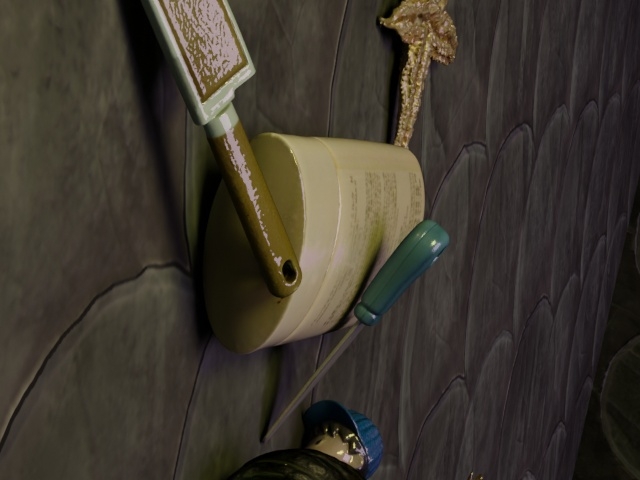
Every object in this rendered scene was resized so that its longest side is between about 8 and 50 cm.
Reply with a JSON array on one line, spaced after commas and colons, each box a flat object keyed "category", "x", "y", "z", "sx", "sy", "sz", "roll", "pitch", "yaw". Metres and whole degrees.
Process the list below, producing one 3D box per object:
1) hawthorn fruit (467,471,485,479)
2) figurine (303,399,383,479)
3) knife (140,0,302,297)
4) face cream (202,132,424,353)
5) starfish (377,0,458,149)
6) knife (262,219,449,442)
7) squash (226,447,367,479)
[{"category": "hawthorn fruit", "x": 0.074, "y": 0.328, "z": 1.337, "sx": 0.299, "sy": 0.211, "sz": 0.211, "roll": -65, "pitch": 170, "yaw": 26}, {"category": "figurine", "x": 0.005, "y": 0.215, "z": 1.345, "sx": 0.086, "sy": 0.087, "sz": 0.149, "roll": -46, "pitch": -164, "yaw": 50}, {"category": "knife", "x": -0.070, "y": -0.106, "z": 0.970, "sx": 0.061, "sy": 0.027, "sz": 0.343, "roll": -46, "pitch": 129, "yaw": -32}, {"category": "face cream", "x": 0.000, "y": 0.000, "z": 1.218, "sx": 0.348, "sy": 0.081, "sz": 0.173, "roll": -7, "pitch": 113, "yaw": -71}, {"category": "starfish", "x": 0.114, "y": -0.220, "z": 1.526, "sx": 0.231, "sy": 0.048, "sz": 0.295, "roll": -35, "pitch": 131, "yaw": -66}, {"category": "knife", "x": 0.028, "y": 0.080, "z": 1.254, "sx": 0.244, "sy": 0.032, "sz": 0.058, "roll": -53, "pitch": 175, "yaw": 19}, {"category": "squash", "x": -0.019, "y": 0.263, "z": 1.170, "sx": 0.193, "sy": 0.156, "sz": 0.193, "roll": 49, "pitch": 31, "yaw": -44}]
